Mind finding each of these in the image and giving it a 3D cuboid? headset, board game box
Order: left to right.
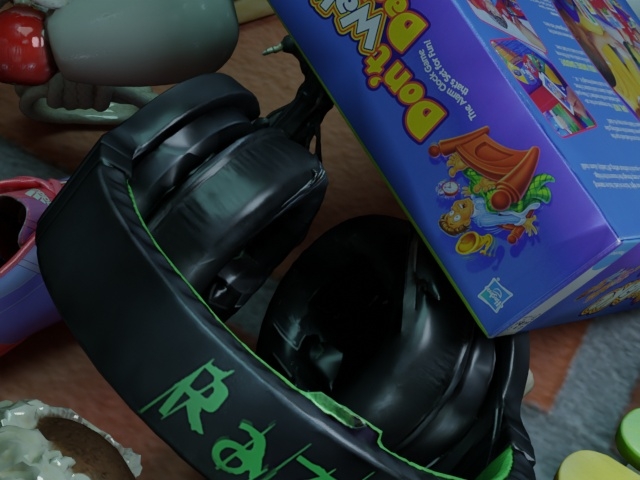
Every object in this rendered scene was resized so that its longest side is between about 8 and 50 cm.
[{"bbox_3d":[0.000,0.000,0.744,0.243,0.185,0.394,36,13,-16],"label":"headset"},{"bbox_3d":[0.124,-0.075,0.850,0.233,0.078,0.347,58,25,15],"label":"board game box"}]

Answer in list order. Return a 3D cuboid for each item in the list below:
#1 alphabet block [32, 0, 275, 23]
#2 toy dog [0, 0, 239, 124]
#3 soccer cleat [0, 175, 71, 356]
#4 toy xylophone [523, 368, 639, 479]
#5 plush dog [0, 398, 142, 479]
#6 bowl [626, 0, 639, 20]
[{"bbox_3d":[-0.119,-0.259,1.037,0.197,0.192,0.193,-24,55,-35],"label":"alphabet block"},{"bbox_3d":[-0.223,-0.158,0.848,0.333,0.220,0.161,-1,86,-19],"label":"toy dog"},{"bbox_3d":[-0.136,-0.005,0.834,0.083,0.095,0.248,41,47,23],"label":"soccer cleat"},{"bbox_3d":[0.153,0.158,0.772,0.236,0.081,0.323,27,43,10],"label":"toy xylophone"},{"bbox_3d":[-0.129,0.221,0.540,0.210,0.262,0.225,-16,32,11],"label":"plush dog"},{"bbox_3d":[0.190,-0.245,1.168,0.298,0.134,0.298,10,43,-10],"label":"bowl"}]
